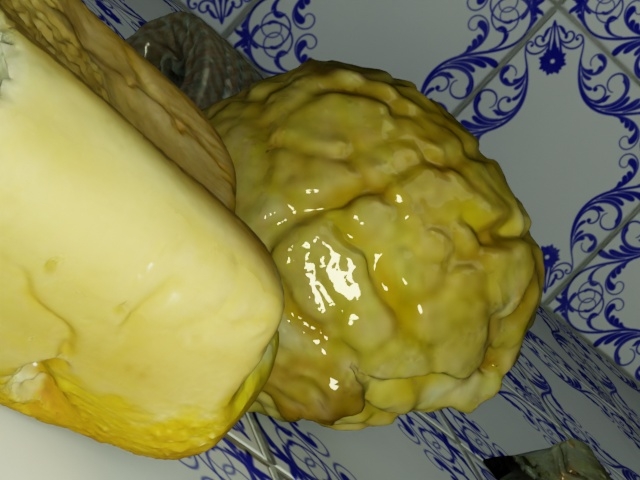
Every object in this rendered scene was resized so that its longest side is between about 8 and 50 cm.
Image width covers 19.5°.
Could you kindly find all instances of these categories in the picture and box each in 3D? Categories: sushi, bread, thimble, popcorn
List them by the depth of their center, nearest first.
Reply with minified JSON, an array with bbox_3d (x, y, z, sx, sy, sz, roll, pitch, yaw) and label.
[{"bbox_3d":[-0.201,-0.008,1.317,0.394,0.250,0.361,42,11,-32],"label":"bread"},{"bbox_3d":[0.019,0.000,1.798,0.390,0.354,0.344,1,0,13],"label":"popcorn"},{"bbox_3d":[-0.160,-0.145,2.176,0.148,0.196,0.229,37,10,-37],"label":"thimble"},{"bbox_3d":[0.343,0.326,2.445,0.273,0.109,0.134,31,15,-50],"label":"sushi"}]
